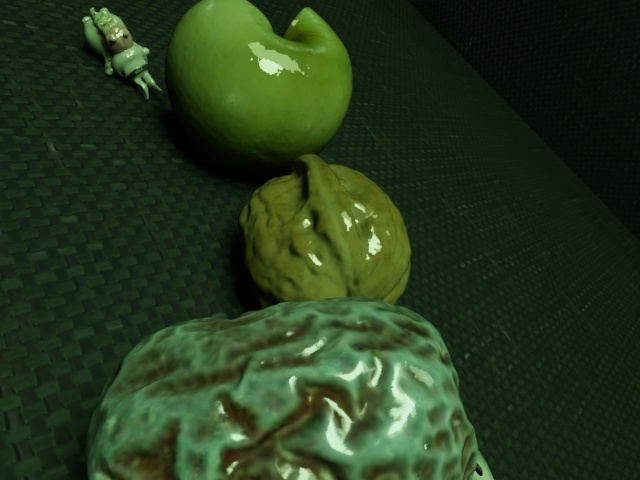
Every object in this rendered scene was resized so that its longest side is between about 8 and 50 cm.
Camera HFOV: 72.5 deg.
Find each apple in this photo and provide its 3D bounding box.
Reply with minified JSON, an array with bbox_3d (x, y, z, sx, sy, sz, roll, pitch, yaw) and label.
[{"bbox_3d":[-0.088,-0.230,0.717,0.295,0.258,0.233,-13,63,-40],"label":"apple"}]

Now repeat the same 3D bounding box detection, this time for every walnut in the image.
[{"bbox_3d":[0.000,0.000,0.603,0.224,0.257,0.257,-17,60,-10],"label":"walnut"}]

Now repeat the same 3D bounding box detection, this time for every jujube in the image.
[{"bbox_3d":[-0.030,0.162,0.372,0.317,0.226,0.226,-8,52,-4],"label":"jujube"}]

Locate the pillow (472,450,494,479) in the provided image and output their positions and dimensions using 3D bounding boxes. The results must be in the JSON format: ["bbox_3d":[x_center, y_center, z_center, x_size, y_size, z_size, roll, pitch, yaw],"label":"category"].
[{"bbox_3d":[0.102,0.240,0.555,0.254,0.078,0.144,28,4,-12],"label":"pillow"}]

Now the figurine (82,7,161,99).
[{"bbox_3d":[-0.340,-0.315,0.737,0.146,0.081,0.098,50,4,11],"label":"figurine"}]
